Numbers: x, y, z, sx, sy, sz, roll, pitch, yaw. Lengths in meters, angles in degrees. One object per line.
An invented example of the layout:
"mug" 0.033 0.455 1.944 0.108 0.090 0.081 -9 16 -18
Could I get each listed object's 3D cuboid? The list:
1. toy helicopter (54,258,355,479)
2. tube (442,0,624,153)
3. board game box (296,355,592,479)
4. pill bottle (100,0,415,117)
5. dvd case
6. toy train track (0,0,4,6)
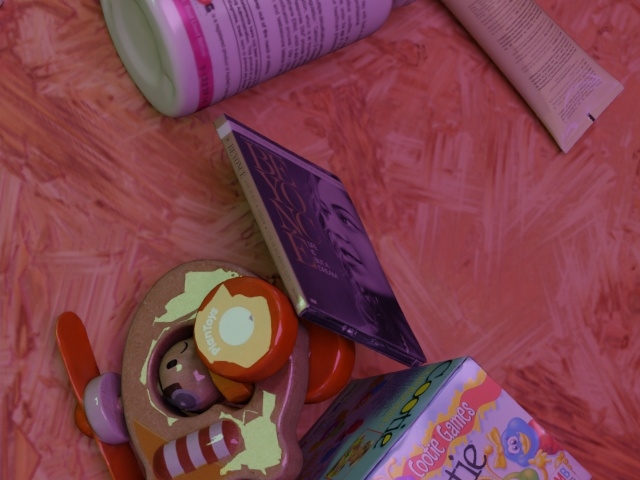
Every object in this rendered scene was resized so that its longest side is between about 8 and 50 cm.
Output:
"toy helicopter" -0.126 0.189 1.497 0.235 0.140 0.355 7 80 28
"tube" 0.181 -0.197 1.714 0.070 0.062 0.240 -39 103 25
"board game box" 0.077 0.202 1.503 0.142 0.275 0.144 44 72 -7
"pill bottle" -0.037 -0.230 1.590 0.283 0.160 0.160 -25 90 -19
"dvd case" 0.000 0.000 1.537 0.164 0.018 0.221 27 29 -46
"toy train track" -0.303 -0.178 1.576 0.048 0.014 0.083 34 68 -3
